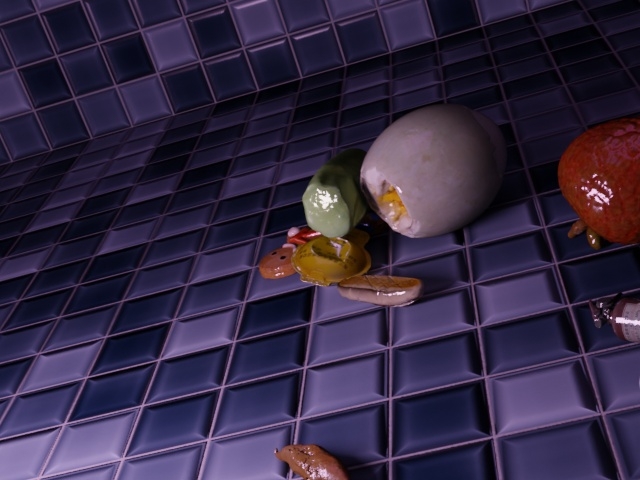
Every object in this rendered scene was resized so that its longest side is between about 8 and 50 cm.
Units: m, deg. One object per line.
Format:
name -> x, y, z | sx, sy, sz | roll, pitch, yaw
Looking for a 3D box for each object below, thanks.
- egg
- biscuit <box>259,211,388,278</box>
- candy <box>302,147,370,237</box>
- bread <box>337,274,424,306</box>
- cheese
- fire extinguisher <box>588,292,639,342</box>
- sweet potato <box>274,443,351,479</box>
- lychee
egg -> 0.263, -0.160, 2.286 | 0.336, 0.278, 0.278 | -34, 27, -19
biscuit -> -0.001, -0.003, 2.439 | 0.324, 0.049, 0.205 | -28, 26, -16
candy -> 0.056, -0.114, 2.379 | 0.132, 0.142, 0.343 | 17, 22, 10
bread -> 0.120, 0.104, 2.103 | 0.214, 0.053, 0.073 | 2, 27, 45
cheese -> 0.037, 0.024, 2.286 | 0.177, 0.069, 0.270 | 12, 34, 18
fire extinguisher -> 0.540, 0.131, 1.722 | 0.252, 0.075, 0.106 | 3, 4, 44
sweet potato -> -0.016, 0.352, 1.664 | 0.068, 0.059, 0.206 | 12, -5, -30
lychee -> 0.569, -0.107, 2.013 | 0.300, 0.255, 0.255 | -47, 14, 22
